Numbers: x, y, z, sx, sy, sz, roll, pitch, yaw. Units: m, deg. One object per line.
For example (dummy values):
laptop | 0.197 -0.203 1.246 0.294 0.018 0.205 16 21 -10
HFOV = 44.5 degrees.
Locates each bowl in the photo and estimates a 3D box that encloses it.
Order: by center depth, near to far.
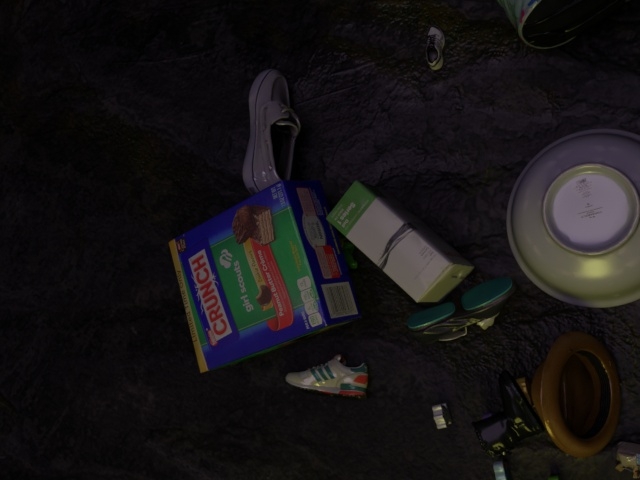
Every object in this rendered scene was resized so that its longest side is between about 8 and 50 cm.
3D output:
bowl | 0.431 -0.042 1.234 0.298 0.134 0.297 -2 85 23

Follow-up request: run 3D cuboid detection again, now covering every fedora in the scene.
fedora | 0.390 0.241 1.234 0.079 0.194 0.194 -19 75 58

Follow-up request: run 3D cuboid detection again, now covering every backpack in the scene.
backpack | 0.401 -0.428 1.233 0.253 0.225 0.191 -40 68 26

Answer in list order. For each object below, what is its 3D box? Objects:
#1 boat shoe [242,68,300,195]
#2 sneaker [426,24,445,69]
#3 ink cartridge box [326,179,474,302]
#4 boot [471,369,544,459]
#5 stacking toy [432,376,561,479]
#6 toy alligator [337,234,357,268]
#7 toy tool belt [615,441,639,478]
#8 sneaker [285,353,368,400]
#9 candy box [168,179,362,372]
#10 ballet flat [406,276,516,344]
boat shoe | -0.082 -0.210 1.459 0.088 0.096 0.267 -14 56 36
sneaker | 0.206 -0.351 1.412 0.032 0.037 0.083 -8 81 25
ink cartridge box | 0.139 0.005 1.342 0.219 0.160 0.092 44 104 21
boot | 0.290 0.282 1.261 0.099 0.045 0.121 -32 81 16
stacking toy | 0.295 0.354 1.302 0.167 0.052 0.221 -19 79 21
toy alligator | 0.000 0.000 1.468 0.190 0.056 0.051 24 52 29
toy tool belt | 0.503 0.347 1.219 0.083 0.052 0.051 6 119 27
sneaker | 0.015 0.247 1.441 0.161 0.057 0.075 4 70 25
candy box | -0.112 0.068 1.434 0.317 0.122 0.268 -26 76 36
ballet flat | 0.248 0.127 1.339 0.203 0.074 0.074 -25 76 17
